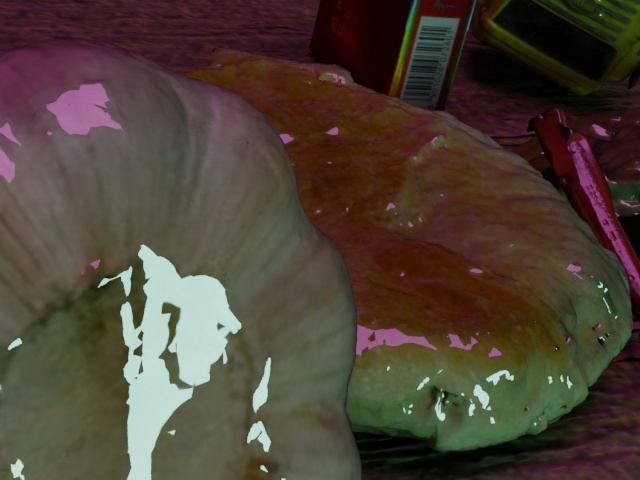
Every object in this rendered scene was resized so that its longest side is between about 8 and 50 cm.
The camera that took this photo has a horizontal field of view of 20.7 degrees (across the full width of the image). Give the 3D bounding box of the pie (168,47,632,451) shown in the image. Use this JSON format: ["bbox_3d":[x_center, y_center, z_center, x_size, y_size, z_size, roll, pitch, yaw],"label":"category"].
[{"bbox_3d":[0.000,0.000,0.818,0.306,0.071,0.306,9,28,-5],"label":"pie"}]

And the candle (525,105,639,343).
[{"bbox_3d":[0.145,0.001,0.873,0.026,0.021,0.167,-15,57,-9],"label":"candle"}]

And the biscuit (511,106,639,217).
[{"bbox_3d":[0.225,-0.053,1.002,0.273,0.036,0.187,-8,14,-6],"label":"biscuit"}]

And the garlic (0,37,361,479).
[{"bbox_3d":[-0.107,0.041,0.583,0.218,0.218,0.212,-4,2,-32],"label":"garlic"}]

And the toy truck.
[{"bbox_3d":[0.174,-0.205,1.229,0.124,0.157,0.272,27,32,-10],"label":"toy truck"}]

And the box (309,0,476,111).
[{"bbox_3d":[0.052,-0.172,1.066,0.048,0.175,0.112,0,28,-28],"label":"box"}]
